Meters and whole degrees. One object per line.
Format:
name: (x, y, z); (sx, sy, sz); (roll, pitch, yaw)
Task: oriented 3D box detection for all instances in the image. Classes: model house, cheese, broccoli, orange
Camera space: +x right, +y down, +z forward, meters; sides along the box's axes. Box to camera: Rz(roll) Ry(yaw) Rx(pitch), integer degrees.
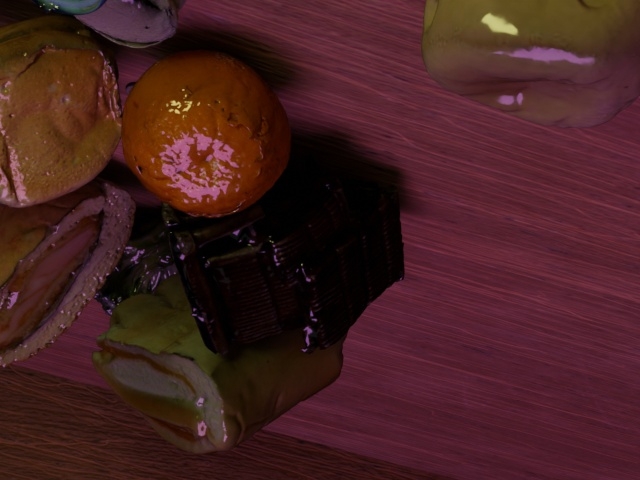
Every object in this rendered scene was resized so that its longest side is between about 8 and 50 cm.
model house: (-0.039, -0.027, 1.930); (0.283, 0.297, 0.317); (-13, 136, 1)
cheese: (0.207, -0.180, 1.387); (0.235, 0.117, 0.218); (2, 162, 37)
broccoli: (-0.229, 0.028, 2.265); (0.275, 0.177, 0.198); (-15, 144, 30)
orange: (-0.127, -0.122, 1.688); (0.193, 0.161, 0.193); (4, 127, 6)

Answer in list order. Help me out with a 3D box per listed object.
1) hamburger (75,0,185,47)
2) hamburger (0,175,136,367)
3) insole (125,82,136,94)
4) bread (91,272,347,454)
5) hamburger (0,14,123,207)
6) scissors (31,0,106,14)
hamburger: (-0.203, -0.249, 1.531); (0.133, 0.062, 0.140); (0, 160, 37)
hamburger: (-0.418, -0.001, 2.177); (0.162, 0.330, 0.209); (23, -158, -50)
insole: (-0.143, -0.159, 1.851); (0.193, 0.006, 0.065); (15, 162, -10)
bread: (-0.114, 0.154, 2.127); (0.301, 0.341, 0.210); (13, 126, 40)
hamburger: (-0.315, -0.142, 1.678); (0.214, 0.213, 0.108); (31, -164, -44)
scissors: (-0.343, -0.282, 1.516); (0.393, 0.032, 0.180); (-3, 132, 50)
